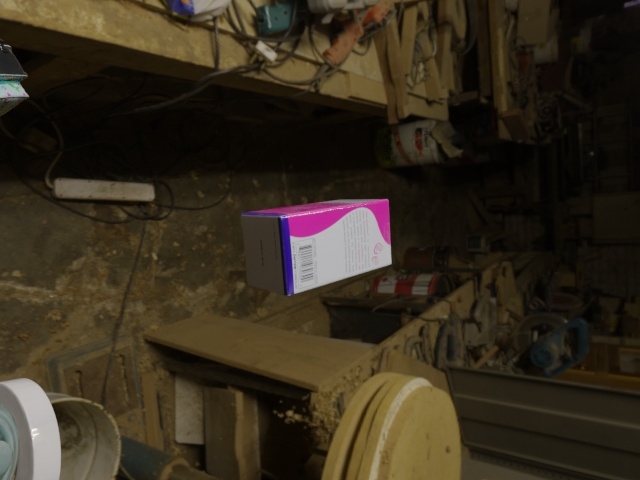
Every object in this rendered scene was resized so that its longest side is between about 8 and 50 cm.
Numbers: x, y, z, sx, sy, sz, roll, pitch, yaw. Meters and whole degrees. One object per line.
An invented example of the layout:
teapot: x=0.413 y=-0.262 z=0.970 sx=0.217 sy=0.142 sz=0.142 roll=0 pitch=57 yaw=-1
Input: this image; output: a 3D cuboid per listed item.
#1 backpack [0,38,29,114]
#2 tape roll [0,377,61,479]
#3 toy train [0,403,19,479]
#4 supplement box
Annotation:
backpack: x=-0.986 y=-0.435 z=1.213 sx=0.225 sy=0.253 sz=0.191 roll=-67 pitch=139 yaw=-69
tape roll: x=-0.853 y=0.583 z=1.194 sx=0.072 sy=0.391 sz=0.393 roll=8 pitch=82 yaw=-58
toy train: x=-0.272 y=0.101 z=0.175 sx=0.190 sy=0.142 sz=0.334 roll=-91 pitch=177 yaw=-56
supplement box: x=0.000 y=0.000 z=0.677 sx=0.219 sy=0.113 sz=0.112 roll=-11 pitch=102 yaw=-39
